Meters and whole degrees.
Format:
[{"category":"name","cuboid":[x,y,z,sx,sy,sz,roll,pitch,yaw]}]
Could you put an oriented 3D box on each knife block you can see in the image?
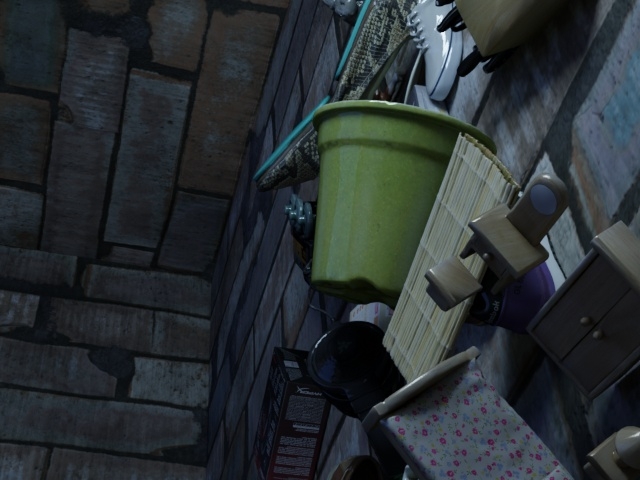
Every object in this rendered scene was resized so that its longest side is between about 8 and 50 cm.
[{"category":"knife block","cuboid":[0.263,-0.307,1.450,0.276,0.088,0.242,43,150,49]}]

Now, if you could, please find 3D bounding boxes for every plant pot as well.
[{"category":"plant pot","cuboid":[0.099,-0.035,1.530,0.276,0.276,0.254,150,133,-74]}]

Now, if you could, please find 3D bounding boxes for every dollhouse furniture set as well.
[{"category":"dollhouse furniture set","cuboid":[0.161,0.124,0.978,0.303,0.355,0.174,51,147,19]}]

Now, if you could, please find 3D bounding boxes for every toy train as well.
[{"category":"toy train","cuboid":[0.000,0.000,2.331,0.334,0.142,0.190,-142,53,-76]}]

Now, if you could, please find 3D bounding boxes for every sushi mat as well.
[{"category":"sushi mat","cuboid":[0.154,0.036,1.300,0.151,0.019,0.316,-121,45,-57]}]

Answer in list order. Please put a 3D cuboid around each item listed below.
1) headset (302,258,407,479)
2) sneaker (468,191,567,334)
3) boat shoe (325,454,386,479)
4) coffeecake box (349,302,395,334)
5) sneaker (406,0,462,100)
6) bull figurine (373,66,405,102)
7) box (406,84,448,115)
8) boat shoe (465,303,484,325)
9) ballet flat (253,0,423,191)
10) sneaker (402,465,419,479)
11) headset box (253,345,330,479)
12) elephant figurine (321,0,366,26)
[{"category":"headset","cuboid":[0.082,0.191,1.644,0.394,0.185,0.243,64,180,21]},{"category":"sneaker","cuboid":[0.221,0.011,1.347,0.283,0.124,0.107,-102,25,-58]},{"category":"boat shoe","cuboid":[0.054,0.507,1.738,0.116,0.123,0.324,122,153,-55]},{"category":"coffeecake box","cuboid":[0.105,0.173,1.863,0.185,0.068,0.142,128,149,-65]},{"category":"sneaker","cuboid":[0.193,-0.366,1.825,0.094,0.091,0.258,132,146,-67]},{"category":"bull figurine","cuboid":[0.096,-0.248,2.140,0.188,0.101,0.310,131,143,-56]},{"category":"box","cuboid":[0.172,-0.129,1.821,0.231,0.056,0.183,-95,20,-47]},{"category":"boat shoe","cuboid":[0.202,0.089,1.519,0.178,0.060,0.064,155,124,-75]},{"category":"ballet flat","cuboid":[0.066,-0.256,1.961,0.483,0.182,0.164,-57,2,10]},{"category":"sneaker","cuboid":[0.178,0.335,1.373,0.229,0.092,0.087,157,123,-74]},{"category":"headset box","cuboid":[-0.069,0.415,2.357,0.218,0.110,0.293,-125,46,-73]},{"category":"elephant figurine","cuboid":[0.121,-0.559,2.187,0.239,0.186,0.169,-51,58,13]}]
